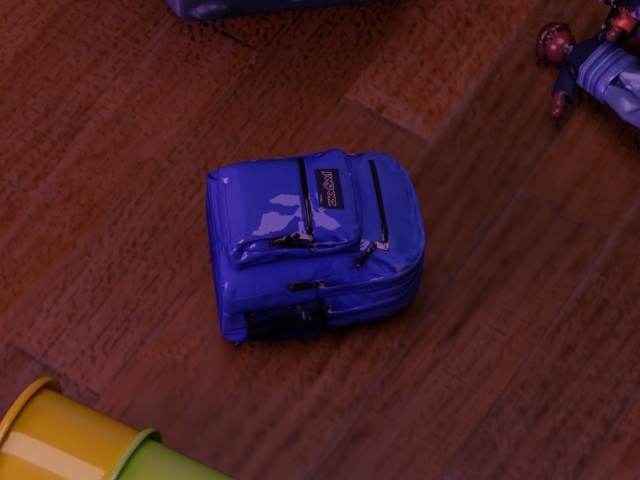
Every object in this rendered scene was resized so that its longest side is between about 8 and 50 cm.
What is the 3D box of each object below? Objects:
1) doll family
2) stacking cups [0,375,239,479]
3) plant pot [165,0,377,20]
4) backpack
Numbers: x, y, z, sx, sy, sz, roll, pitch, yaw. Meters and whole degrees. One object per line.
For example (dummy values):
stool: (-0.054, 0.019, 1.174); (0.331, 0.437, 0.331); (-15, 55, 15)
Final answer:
doll family: (0.212, -0.141, 1.195); (0.193, 0.076, 0.111); (-35, 54, -21)
stacking cups: (-0.019, 0.168, 1.010); (0.316, 0.096, 0.096); (21, 61, 9)
plant pot: (-0.033, -0.277, 1.201); (0.248, 0.247, 0.252); (-7, 77, -4)
backpack: (0.000, 0.000, 1.103); (0.120, 0.101, 0.098); (-5, 65, -6)
